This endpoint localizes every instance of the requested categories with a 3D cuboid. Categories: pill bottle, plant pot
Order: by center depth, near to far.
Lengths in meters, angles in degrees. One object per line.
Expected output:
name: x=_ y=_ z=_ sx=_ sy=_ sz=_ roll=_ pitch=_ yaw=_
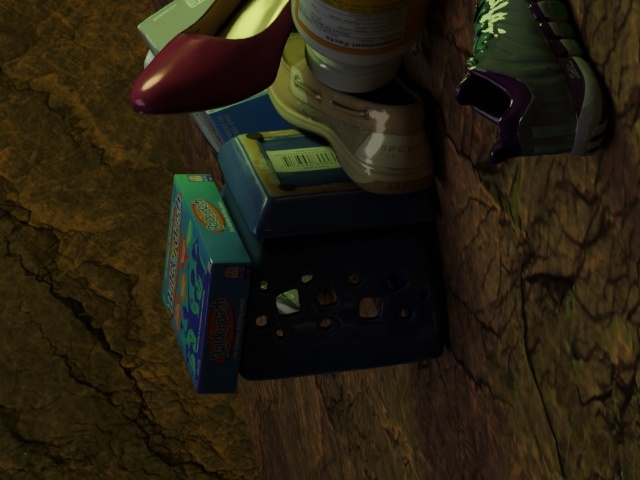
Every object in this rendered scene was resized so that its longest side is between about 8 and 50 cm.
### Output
pill bottle: x=0.041 y=-0.255 z=1.530 sx=0.246 sy=0.136 sz=0.136 roll=96 pitch=160 yaw=-58
plant pot: x=0.000 y=0.000 z=1.771 sx=0.236 sy=0.235 sz=0.212 roll=-117 pitch=25 yaw=-58

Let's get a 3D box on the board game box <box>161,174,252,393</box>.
board game box: x=-0.126 y=0.044 z=1.730 sx=0.210 sy=0.047 sz=0.160 roll=-119 pitch=33 yaw=-59

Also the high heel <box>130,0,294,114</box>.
high heel: x=-0.076 y=-0.266 z=1.634 sx=0.127 sy=0.377 sz=0.181 roll=10 pitch=124 yaw=32

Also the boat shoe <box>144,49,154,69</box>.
boat shoe: x=-0.136 y=-0.273 z=2.223 sx=0.084 sy=0.258 sz=0.095 roll=36 pitch=131 yaw=20

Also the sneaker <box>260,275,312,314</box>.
sneaker: x=-0.047 y=0.054 z=2.475 sx=0.297 sy=0.111 sz=0.129 roll=-117 pitch=3 yaw=-68

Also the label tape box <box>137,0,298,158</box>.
label tape box: x=-0.080 y=-0.138 z=2.045 sx=0.348 sy=0.115 sz=0.249 roll=54 pitch=175 yaw=45

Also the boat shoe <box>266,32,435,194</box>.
boat shoe: x=0.034 y=-0.169 z=1.743 sx=0.341 sy=0.121 sz=0.110 roll=-133 pitch=37 yaw=-52

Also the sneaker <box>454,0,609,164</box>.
sneaker: x=0.139 y=-0.152 z=1.223 sx=0.083 sy=0.098 sz=0.224 roll=91 pitch=164 yaw=-48
